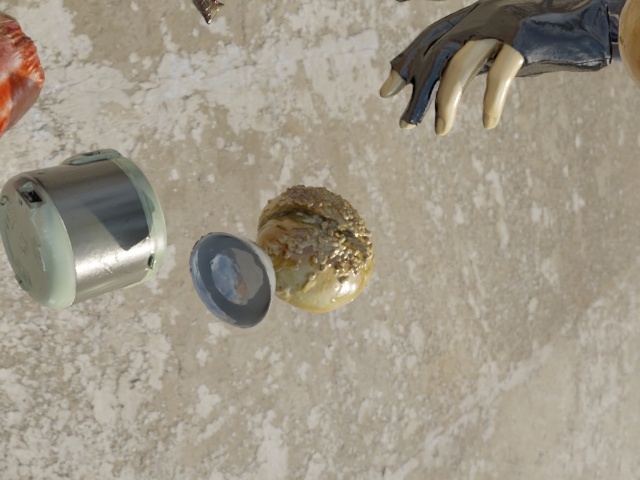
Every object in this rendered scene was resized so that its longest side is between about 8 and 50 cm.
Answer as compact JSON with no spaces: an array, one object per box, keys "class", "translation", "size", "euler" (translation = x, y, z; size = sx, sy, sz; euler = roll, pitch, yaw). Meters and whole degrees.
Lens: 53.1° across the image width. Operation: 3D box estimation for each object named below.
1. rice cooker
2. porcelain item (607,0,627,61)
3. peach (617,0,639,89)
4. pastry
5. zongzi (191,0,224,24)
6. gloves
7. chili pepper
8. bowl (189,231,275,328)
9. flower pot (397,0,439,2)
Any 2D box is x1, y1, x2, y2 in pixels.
[{"class":"rice cooker","translation":[-0.467,-0.026,1.278],"size":[0.277,0.288,0.289],"euler":[-23,107,-42]},{"class":"porcelain item","translation":[0.650,-0.398,1.219],"size":[0.287,0.186,0.138],"euler":[-8,136,-28]},{"class":"peach","translation":[0.610,-0.319,0.949],"size":[0.307,0.332,0.308],"euler":[-38,157,-19]},{"class":"pastry","translation":[0.000,0.000,1.407],"size":[0.284,0.184,0.316],"euler":[30,39,-10]},{"class":"zongzi","translation":[-0.275,-0.559,1.487],"size":[0.083,0.073,0.067],"euler":[35,79,1]},{"class":"gloves","translation":[0.227,-0.249,0.874],"size":[0.152,0.301,0.197],"euler":[59,12,-16]},{"class":"chili pepper","translation":[-0.635,-0.234,1.132],"size":[0.229,0.251,0.305],"euler":[43,49,-15]},{"class":"bowl","translation":[-0.145,0.059,1.187],"size":[0.086,0.189,0.189],"euler":[-34,115,-53]},{"class":"flower pot","translation":[0.173,-0.419,0.999],"size":[0.089,0.111,0.111],"euler":[4,88,-28]}]
